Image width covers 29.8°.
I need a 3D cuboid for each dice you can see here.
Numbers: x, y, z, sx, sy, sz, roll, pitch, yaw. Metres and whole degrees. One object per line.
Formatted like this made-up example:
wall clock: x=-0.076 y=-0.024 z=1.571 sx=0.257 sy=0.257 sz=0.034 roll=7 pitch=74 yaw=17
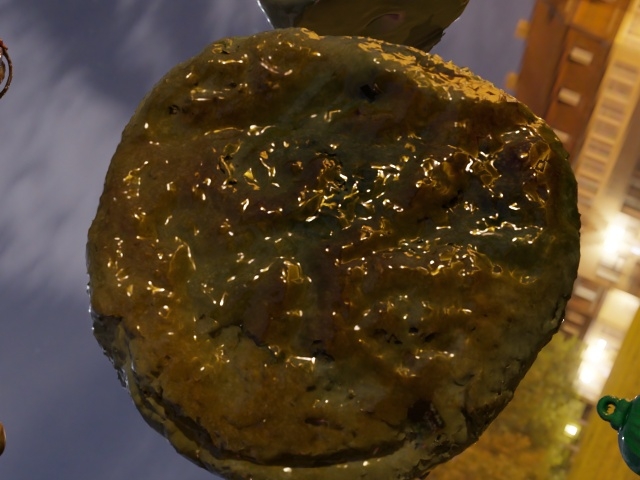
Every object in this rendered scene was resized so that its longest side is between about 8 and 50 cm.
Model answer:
dice: x=0.043 y=-0.387 z=1.606 sx=0.252 sy=0.254 sz=0.250 roll=-26 pitch=-24 yaw=19

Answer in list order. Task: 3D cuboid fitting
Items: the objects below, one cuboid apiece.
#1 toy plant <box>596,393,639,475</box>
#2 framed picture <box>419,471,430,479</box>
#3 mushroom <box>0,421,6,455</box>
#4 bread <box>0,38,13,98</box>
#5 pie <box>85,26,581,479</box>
toy plant: x=0.381 y=0.189 z=1.204 sx=0.143 sy=0.200 sz=0.105 roll=-59 pitch=-18 yaw=-10
framed picture: x=0.005 y=0.033 z=1.101 sx=0.247 sy=0.335 sz=0.022 roll=-55 pitch=-4 yaw=-35
mushroom: x=-0.476 y=0.230 z=1.431 sx=0.333 sy=0.107 sz=0.087 roll=62 pitch=-143 yaw=-74
bread: x=-0.369 y=-0.144 z=0.982 sx=0.224 sy=0.142 sz=0.212 roll=-30 pitch=-7 yaw=-26
pie: x=0.000 y=0.000 z=0.648 sx=0.277 sy=0.277 sz=0.078 roll=-60 pitch=-17 yaw=-24
